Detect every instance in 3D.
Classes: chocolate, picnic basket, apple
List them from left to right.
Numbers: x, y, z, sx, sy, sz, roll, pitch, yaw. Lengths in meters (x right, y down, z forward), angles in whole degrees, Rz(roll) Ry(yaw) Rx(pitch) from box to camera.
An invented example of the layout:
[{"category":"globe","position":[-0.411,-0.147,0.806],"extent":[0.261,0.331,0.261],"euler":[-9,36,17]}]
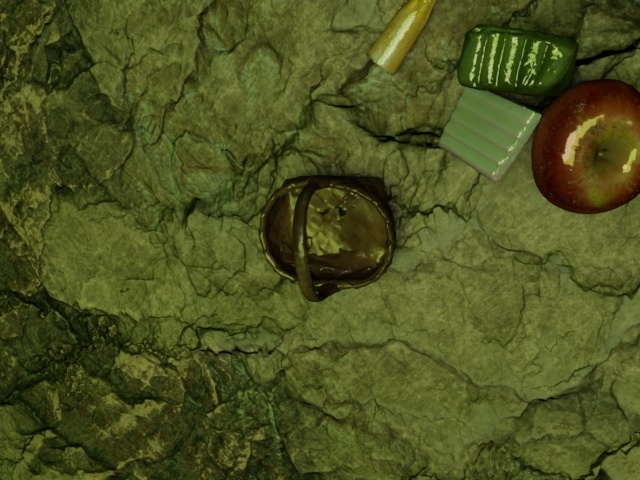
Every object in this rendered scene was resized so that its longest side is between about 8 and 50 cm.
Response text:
[{"category":"picnic basket","position":[0.000,0.000,1.590],"extent":[0.337,0.337,0.293],"euler":[0,109,19]},{"category":"chocolate","position":[0.193,-0.471,1.489],"extent":[0.085,0.085,0.219],"euler":[39,113,2]},{"category":"apple","position":[0.558,-0.190,1.395],"extent":[0.251,0.206,0.272],"euler":[-8,109,9]}]

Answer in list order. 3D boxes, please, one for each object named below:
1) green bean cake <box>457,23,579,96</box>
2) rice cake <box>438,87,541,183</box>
[{"category":"green bean cake","position":[0.391,-0.359,1.360],"extent":[0.222,0.248,0.125],"euler":[12,111,16]},{"category":"rice cake","position":[0.356,-0.237,1.476],"extent":[0.198,0.037,0.189],"euler":[50,126,38]}]
